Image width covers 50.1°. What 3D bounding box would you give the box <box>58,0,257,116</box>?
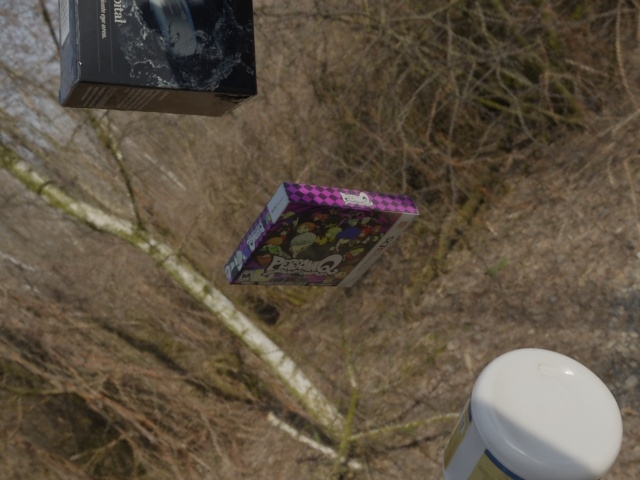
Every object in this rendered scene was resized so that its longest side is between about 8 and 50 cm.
[{"bbox_3d":[-0.148,-0.200,0.613,0.093,0.158,0.156,-7,86,61],"label":"box"}]

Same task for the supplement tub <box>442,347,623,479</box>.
[{"bbox_3d":[0.210,0.222,0.718,0.199,0.144,0.144,97,-161,-47],"label":"supplement tub"}]

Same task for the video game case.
[{"bbox_3d":[0.000,0.000,1.041,0.210,0.232,0.041,-51,47,41],"label":"video game case"}]
